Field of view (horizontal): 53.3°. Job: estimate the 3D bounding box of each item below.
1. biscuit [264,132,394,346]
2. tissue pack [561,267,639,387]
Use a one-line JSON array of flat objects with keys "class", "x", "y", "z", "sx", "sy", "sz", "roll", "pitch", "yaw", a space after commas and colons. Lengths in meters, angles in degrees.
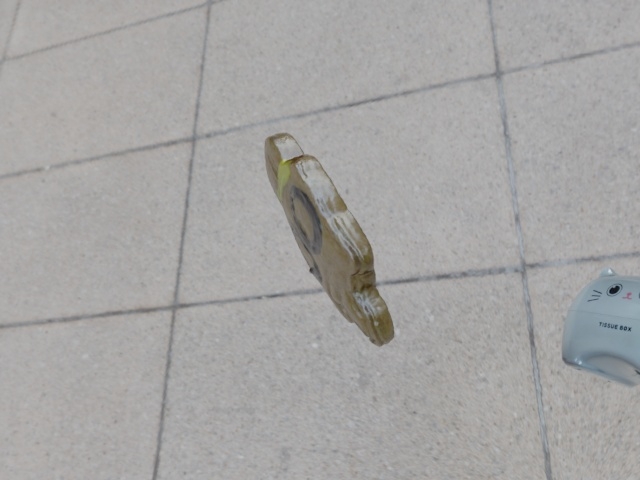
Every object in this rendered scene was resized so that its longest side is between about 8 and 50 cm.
[{"class": "biscuit", "x": 0.000, "y": 0.000, "z": 0.760, "sx": 0.041, "sy": 0.208, "sz": 0.290, "roll": -25, "pitch": 66, "yaw": -13}, {"class": "tissue pack", "x": 0.687, "y": 0.193, "z": 1.314, "sx": 0.333, "sy": 0.230, "sz": 0.235, "roll": 5, "pitch": 73, "yaw": 63}]
